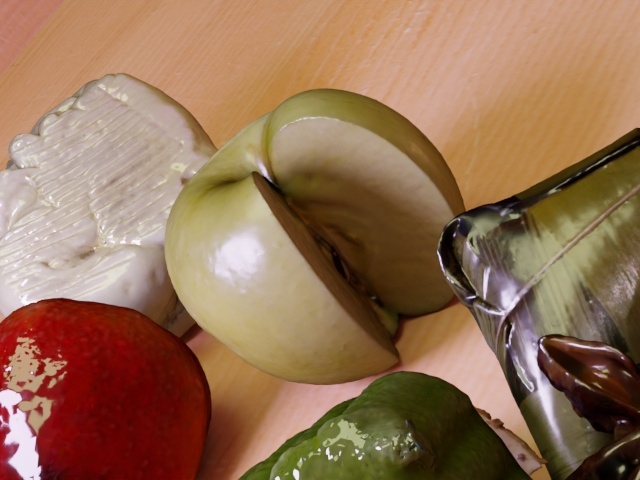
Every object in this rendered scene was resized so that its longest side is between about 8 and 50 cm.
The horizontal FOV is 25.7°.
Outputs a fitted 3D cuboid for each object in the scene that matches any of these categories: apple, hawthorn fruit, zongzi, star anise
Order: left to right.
[{"bbox_3d":[-0.251,0.214,1.424,0.265,0.265,0.307,-13,62,44],"label":"hawthorn fruit"},{"bbox_3d":[0.000,0.000,1.375,0.292,0.254,0.292,-31,27,18],"label":"apple"},{"bbox_3d":[0.275,0.058,1.102,0.289,0.154,0.317,-29,54,13],"label":"zongzi"},{"bbox_3d":[0.251,0.137,0.968,0.190,0.126,0.220,-13,54,-4],"label":"star anise"}]

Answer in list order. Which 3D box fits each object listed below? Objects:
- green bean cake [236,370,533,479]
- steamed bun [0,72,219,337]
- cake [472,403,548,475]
[{"bbox_3d":[0.046,0.241,0.943,0.247,0.250,0.156,-39,-4,23],"label":"green bean cake"},{"bbox_3d":[-0.266,-0.007,1.746,0.339,0.247,0.352,-40,62,-18],"label":"steamed bun"},{"bbox_3d":[0.050,0.196,1.143,0.116,0.113,0.295,-45,2,-31],"label":"cake"}]
